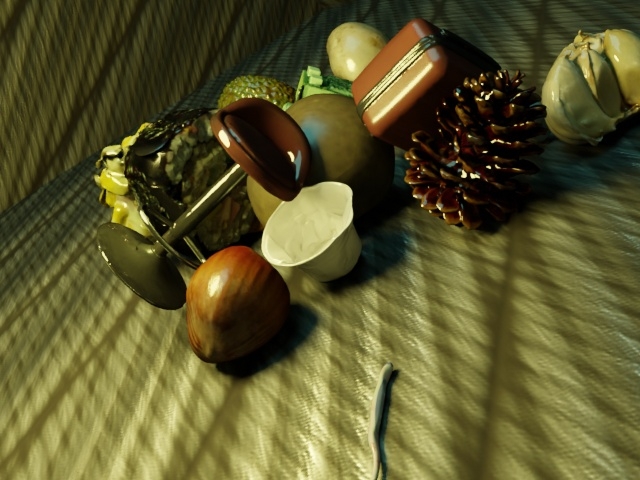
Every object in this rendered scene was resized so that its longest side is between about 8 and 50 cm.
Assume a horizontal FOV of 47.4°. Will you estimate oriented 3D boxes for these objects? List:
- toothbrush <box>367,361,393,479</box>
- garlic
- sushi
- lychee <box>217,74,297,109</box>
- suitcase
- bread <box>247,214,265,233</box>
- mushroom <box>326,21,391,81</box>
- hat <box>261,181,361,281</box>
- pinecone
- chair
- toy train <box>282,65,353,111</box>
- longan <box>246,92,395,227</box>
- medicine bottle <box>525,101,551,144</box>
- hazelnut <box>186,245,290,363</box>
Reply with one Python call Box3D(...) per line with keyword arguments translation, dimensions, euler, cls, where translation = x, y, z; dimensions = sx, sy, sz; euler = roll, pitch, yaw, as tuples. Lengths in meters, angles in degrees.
Box3D(translation=(0.074, 0.252, 0.966), dimensions=(0.027, 0.021, 0.269), euler=(-10, 27, 19), cls="toothbrush")
Box3D(translation=(0.542, -0.317, 1.449), dimensions=(0.281, 0.203, 0.185), euler=(-31, 8, -4), cls="garlic")
Box3D(translation=(-0.324, -0.142, 1.657), dimensions=(0.285, 0.328, 0.329), euler=(5, 48, 34), cls="sushi")
Box3D(translation=(-0.149, -0.333, 2.071), dimensions=(0.270, 0.320, 0.270), euler=(-26, -7, -3), cls="lychee")
Box3D(translation=(0.230, -0.286, 1.456), dimensions=(0.236, 0.297, 0.161), euler=(-42, 52, 30), cls="suitcase")
Box3D(translation=(-0.154, -0.043, 1.746), dimensions=(0.157, 0.044, 0.052), euler=(-7, 57, 35), cls="bread")
Box3D(translation=(0.094, -0.453, 2.045), dimensions=(0.290, 0.297, 0.297), euler=(-32, 22, 13), cls="mushroom")
Box3D(translation=(0.000, 0.000, 1.385), dimensions=(0.203, 0.126, 0.203), euler=(-18, 46, 19), cls="hat")
Box3D(translation=(0.283, -0.169, 1.302), dimensions=(0.246, 0.292, 0.246), euler=(15, 31, -9), cls="pinecone")
Box3D(translation=(-0.202, -0.080, 1.360), dimensions=(0.401, 0.226, 0.226), euler=(-43, 22, 12), cls="chair")
Box3D(translation=(0.038, -0.323, 1.880), dimensions=(0.271, 0.188, 0.159), euler=(14, 28, -10), cls="toy train")
Box3D(translation=(0.002, -0.155, 1.553), dimensions=(0.350, 0.288, 0.288), euler=(-50, 30, -15), cls="longan")
Box3D(translation=(0.400, -0.257, 1.568), dimensions=(0.107, 0.107, 0.191), euler=(-36, 27, -22), cls="medicine bottle")
Box3D(translation=(-0.144, 0.118, 1.279), dimensions=(0.186, 0.210, 0.210), euler=(-4, 12, -30), cls="hazelnut")
